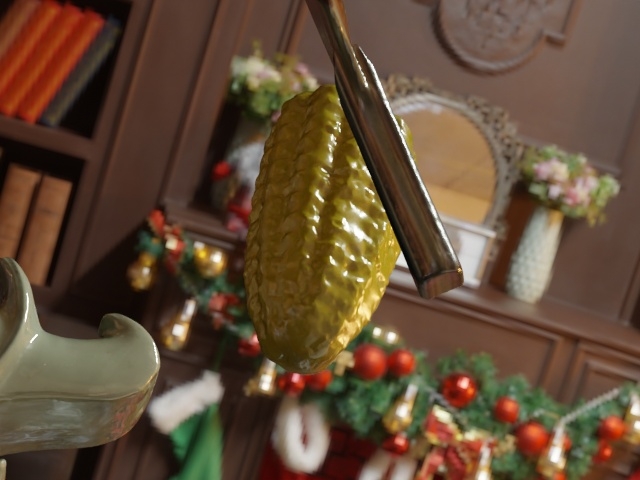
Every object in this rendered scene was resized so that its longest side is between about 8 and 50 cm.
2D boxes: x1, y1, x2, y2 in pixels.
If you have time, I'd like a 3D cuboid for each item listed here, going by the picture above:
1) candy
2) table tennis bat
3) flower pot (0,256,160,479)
[{"bbox_3d":[0.000,0.000,0.767,0.106,0.094,0.199,40,41,-24],"label":"candy"},{"bbox_3d":[0.002,-0.112,0.617,0.022,0.301,0.173,-23,-19,2],"label":"table tennis bat"},{"bbox_3d":[-0.339,0.181,1.169,0.254,0.164,0.367,30,52,5],"label":"flower pot"}]
